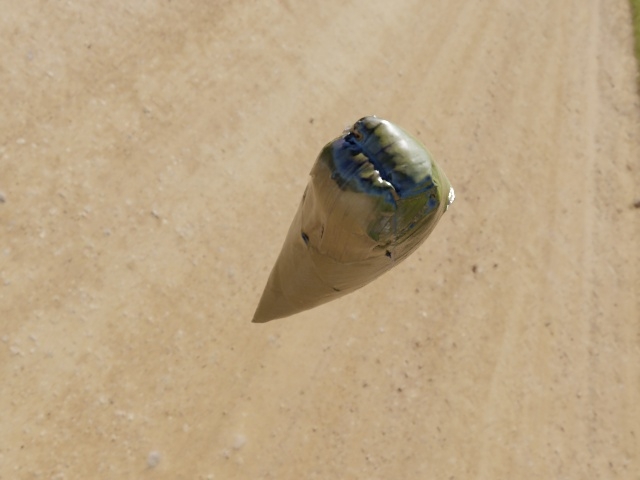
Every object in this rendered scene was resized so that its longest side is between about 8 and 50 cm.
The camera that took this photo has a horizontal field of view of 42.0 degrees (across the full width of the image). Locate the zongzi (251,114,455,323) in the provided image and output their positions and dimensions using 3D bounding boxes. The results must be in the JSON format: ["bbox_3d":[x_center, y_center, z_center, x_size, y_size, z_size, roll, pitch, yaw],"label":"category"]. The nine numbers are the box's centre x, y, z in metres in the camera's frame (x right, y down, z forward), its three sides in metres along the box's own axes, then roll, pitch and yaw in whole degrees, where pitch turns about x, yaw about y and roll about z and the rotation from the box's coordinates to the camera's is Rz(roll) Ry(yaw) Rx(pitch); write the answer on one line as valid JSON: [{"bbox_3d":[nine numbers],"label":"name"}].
[{"bbox_3d":[0.000,0.000,1.083,0.160,0.360,0.323,54,9,14],"label":"zongzi"}]
